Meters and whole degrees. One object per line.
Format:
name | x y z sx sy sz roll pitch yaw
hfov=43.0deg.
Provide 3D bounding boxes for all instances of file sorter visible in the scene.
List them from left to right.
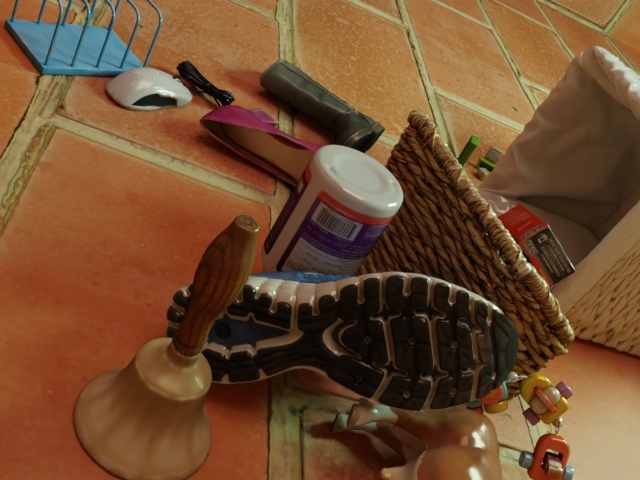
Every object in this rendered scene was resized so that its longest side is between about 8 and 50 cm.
file sorter | -0.327 -0.307 1.143 0.170 0.104 0.118 -9 50 -47

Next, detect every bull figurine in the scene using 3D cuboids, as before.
bull figurine | 0.094 0.249 0.713 0.189 0.101 0.310 22 27 -3

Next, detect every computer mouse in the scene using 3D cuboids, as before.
computer mouse | -0.220 -0.224 1.175 0.106 0.042 0.193 45 34 20

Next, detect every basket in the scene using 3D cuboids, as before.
basket | 0.194 0.020 1.007 0.214 0.223 0.299 10 36 -31
basket | 0.456 -0.052 1.228 0.267 0.331 0.328 19 34 -22

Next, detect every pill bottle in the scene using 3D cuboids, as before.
pill bottle | 0.000 0.000 0.898 0.108 0.193 0.108 22 33 -15

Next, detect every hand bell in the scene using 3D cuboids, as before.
hand bell | -0.104 0.075 0.660 0.126 0.242 0.126 22 32 -14

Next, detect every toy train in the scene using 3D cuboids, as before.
toy train | 0.207 0.197 0.868 0.166 0.125 0.046 23 4 0

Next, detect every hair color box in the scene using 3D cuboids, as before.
hair color box | 0.272 0.004 1.044 0.072 0.043 0.141 57 6 -11

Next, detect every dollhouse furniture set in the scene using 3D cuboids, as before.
dollhouse furniture set | 0.325 -0.128 1.479 0.152 0.058 0.076 30 32 0

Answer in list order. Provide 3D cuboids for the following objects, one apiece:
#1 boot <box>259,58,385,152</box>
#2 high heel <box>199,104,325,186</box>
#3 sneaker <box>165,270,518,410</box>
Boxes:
boot | -0.006 -0.214 1.309 0.208 0.076 0.189 40 18 3
high heel | -0.054 -0.111 1.116 0.244 0.082 0.117 44 34 21
sneaker | 0.026 0.077 0.798 0.330 0.129 0.147 6 9 11
